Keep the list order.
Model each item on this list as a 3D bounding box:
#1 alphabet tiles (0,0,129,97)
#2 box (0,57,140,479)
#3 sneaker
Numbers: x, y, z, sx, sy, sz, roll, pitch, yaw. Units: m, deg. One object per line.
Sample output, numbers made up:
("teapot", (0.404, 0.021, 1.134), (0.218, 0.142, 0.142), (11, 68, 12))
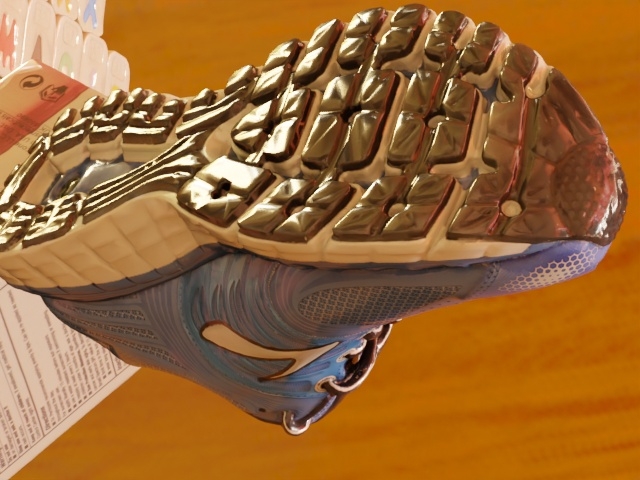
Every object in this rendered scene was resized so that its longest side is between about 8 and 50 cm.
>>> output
("alphabet tiles", (-0.199, -0.098, 1.368), (0.021, 0.284, 0.278), (5, 84, 13))
("box", (-0.192, 0.031, 1.040), (0.127, 0.148, 0.232), (30, 56, 33))
("sneaker", (0.000, 0.000, 0.790), (0.330, 0.147, 0.130), (-5, 47, 46))
